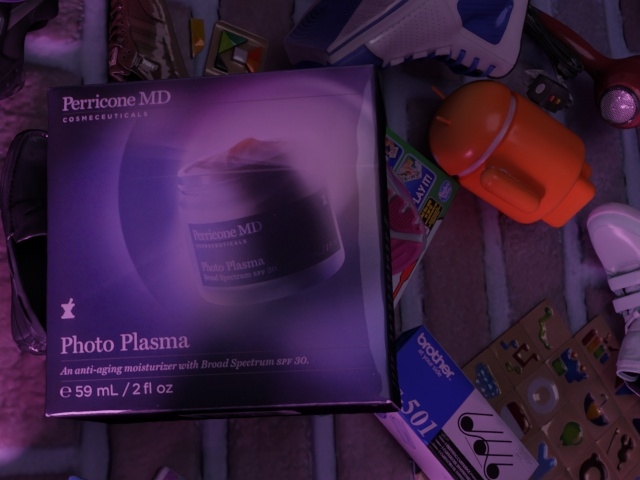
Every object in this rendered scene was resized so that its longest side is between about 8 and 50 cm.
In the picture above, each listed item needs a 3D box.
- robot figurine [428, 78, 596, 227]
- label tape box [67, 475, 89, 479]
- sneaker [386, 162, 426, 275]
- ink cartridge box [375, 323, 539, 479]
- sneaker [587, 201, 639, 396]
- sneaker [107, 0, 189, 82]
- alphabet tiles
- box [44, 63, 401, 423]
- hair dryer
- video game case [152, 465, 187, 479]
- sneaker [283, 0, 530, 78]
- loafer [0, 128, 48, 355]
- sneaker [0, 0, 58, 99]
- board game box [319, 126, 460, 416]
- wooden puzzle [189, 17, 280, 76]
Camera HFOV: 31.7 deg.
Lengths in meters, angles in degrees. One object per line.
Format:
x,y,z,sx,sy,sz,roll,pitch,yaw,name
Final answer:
0.219,-0.105,1.323,0.219,0.128,0.158,32,72,-17,robot figurine
-0.155,0.343,0.906,0.115,0.347,0.249,18,74,9,label tape box
0.023,-0.061,1.178,0.103,0.111,0.252,-35,73,9,sneaker
0.137,0.202,1.224,0.207,0.046,0.097,50,59,-5,ink cartridge box
0.389,0.083,1.363,0.151,0.094,0.256,-40,98,-42,sneaker
-0.191,-0.203,1.172,0.071,0.066,0.188,-20,85,-29,sneaker
0.269,0.244,1.314,0.342,0.011,0.285,-34,93,-31,alphabet tiles
-0.084,0.011,1.020,0.296,0.183,0.294,-4,78,5,box
0.347,-0.238,1.433,0.293,0.080,0.223,11,50,-37,hair dryer
-0.135,0.321,1.078,0.143,0.019,0.157,38,63,-13,video game case
0.133,-0.235,1.253,0.315,0.127,0.182,-37,123,-14,sneaker
-0.261,-0.003,1.070,0.076,0.078,0.223,1,75,-27,loafer
-0.345,-0.158,1.061,0.124,0.107,0.283,40,67,-27,sneaker
0.000,0.000,1.225,0.213,0.046,0.317,38,62,-14,board game box
-0.093,-0.204,1.253,0.116,0.014,0.078,12,70,-24,wooden puzzle
